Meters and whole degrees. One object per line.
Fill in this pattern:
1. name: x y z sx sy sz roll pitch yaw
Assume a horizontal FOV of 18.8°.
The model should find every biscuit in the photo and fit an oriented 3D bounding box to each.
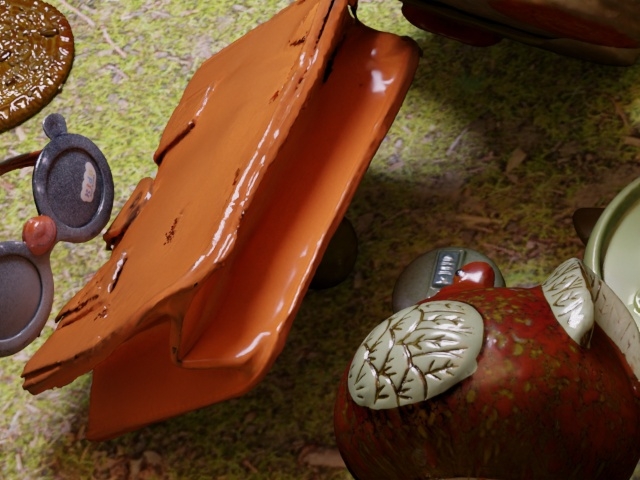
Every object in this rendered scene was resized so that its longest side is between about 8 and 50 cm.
1. biscuit: -0.329 -0.207 2.097 0.126 0.025 0.206 -22 49 -2
2. biscuit: 0.139 -0.225 1.747 0.368 0.394 0.076 19 93 -4

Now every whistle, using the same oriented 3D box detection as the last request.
1. whistle: 0.102 0.087 1.694 0.104 0.057 0.198 3 51 20

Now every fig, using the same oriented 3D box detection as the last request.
1. fig: 0.000 0.000 1.794 0.084 0.082 0.098 -21 18 49

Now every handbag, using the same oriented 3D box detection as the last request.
1. handbag: -0.088 -0.033 1.727 0.303 0.116 0.410 -24 33 50

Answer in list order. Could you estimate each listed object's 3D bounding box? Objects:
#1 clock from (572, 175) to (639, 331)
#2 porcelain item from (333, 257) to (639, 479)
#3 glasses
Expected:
1. clock: 0.351 0.044 1.612 0.348 0.117 0.286 10 55 25
2. porcelain item: 0.134 0.110 1.539 0.253 0.253 0.253 -9 50 11
3. glasses: -0.333 0.004 1.807 0.268 0.118 0.234 -4 50 45
